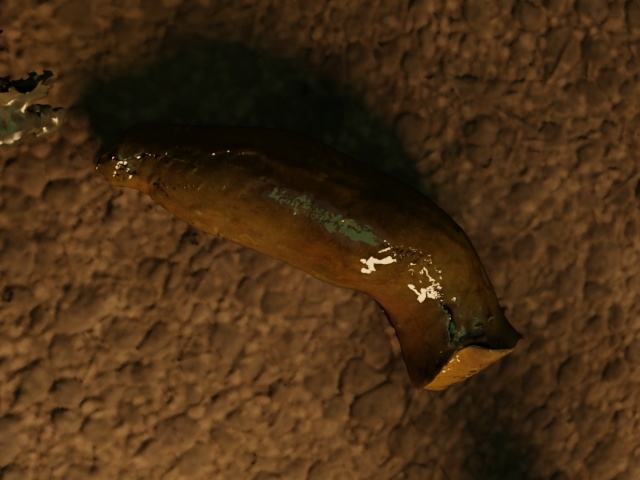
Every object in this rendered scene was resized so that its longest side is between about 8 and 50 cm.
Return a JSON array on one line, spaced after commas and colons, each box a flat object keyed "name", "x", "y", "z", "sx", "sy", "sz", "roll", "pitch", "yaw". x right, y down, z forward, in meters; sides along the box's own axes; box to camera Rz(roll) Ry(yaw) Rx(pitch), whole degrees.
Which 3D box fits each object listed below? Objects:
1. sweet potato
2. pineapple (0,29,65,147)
[{"name": "sweet potato", "x": 0.001, "y": 0.001, "z": 0.696, "sx": 0.285, "sy": 0.085, "sz": 0.112, "roll": 26, "pitch": 96, "yaw": -12}, {"name": "pineapple", "x": -0.301, "y": -0.006, "z": 0.579, "sx": 0.361, "sy": 0.175, "sz": 0.175, "roll": -30, "pitch": 101, "yaw": -22}]
